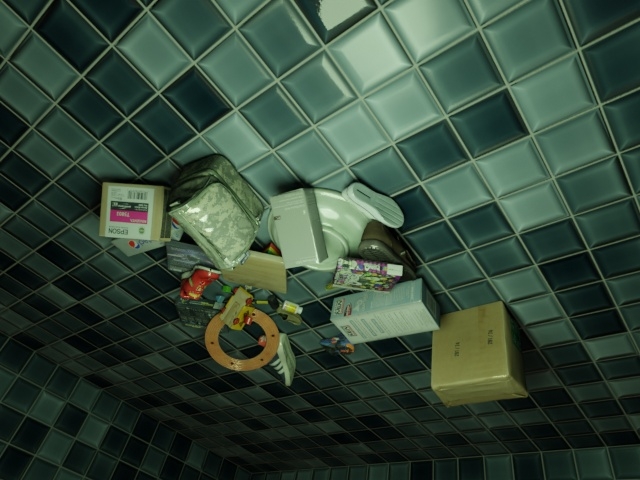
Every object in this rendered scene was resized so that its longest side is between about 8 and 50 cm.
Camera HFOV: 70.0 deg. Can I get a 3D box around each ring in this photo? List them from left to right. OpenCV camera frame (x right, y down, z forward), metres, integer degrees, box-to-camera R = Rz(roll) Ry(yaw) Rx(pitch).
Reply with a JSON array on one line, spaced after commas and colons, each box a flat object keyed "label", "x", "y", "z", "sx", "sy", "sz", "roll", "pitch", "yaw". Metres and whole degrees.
[{"label": "ring", "x": -0.353, "y": 0.444, "z": 2.074, "sx": 0.336, "sy": 0.032, "sz": 0.337, "roll": -1, "pitch": 111, "yaw": -4}]

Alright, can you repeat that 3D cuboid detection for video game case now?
[{"label": "video game case", "x": -0.502, "y": 0.079, "z": 1.792, "sx": 0.195, "sy": 0.026, "sz": 0.274, "roll": 12, "pitch": 153, "yaw": -11}, {"label": "video game case", "x": 0.152, "y": 0.122, "z": 1.553, "sx": 0.210, "sy": 0.042, "sz": 0.232, "roll": 7, "pitch": 158, "yaw": -1}]

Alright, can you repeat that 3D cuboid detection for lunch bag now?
[{"label": "lunch bag", "x": -0.345, "y": -0.081, "z": 1.493, "sx": 0.212, "sy": 0.256, "sz": 0.305, "roll": -13, "pitch": 131, "yaw": 26}]

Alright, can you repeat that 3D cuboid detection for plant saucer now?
[{"label": "plant saucer", "x": 0.000, "y": 0.000, "z": 1.603, "sx": 0.400, "sy": 0.101, "sz": 0.401, "roll": 7, "pitch": 137, "yaw": 7}]

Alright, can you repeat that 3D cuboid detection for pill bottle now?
[{"label": "pill bottle", "x": -0.121, "y": 0.289, "z": 1.970, "sx": 0.083, "sy": 0.043, "sz": 0.043, "roll": 22, "pitch": 136, "yaw": -8}]

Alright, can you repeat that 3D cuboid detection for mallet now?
[{"label": "mallet", "x": -0.271, "y": 0.262, "z": 1.991, "sx": 0.189, "sy": 0.039, "sz": 0.062, "roll": 4, "pitch": 128, "yaw": 19}]

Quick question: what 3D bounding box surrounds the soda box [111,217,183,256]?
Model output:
[{"label": "soda box", "x": -0.657, "y": -0.028, "z": 1.747, "sx": 0.286, "sy": 0.091, "sz": 0.098, "roll": -15, "pitch": 132, "yaw": 27}]

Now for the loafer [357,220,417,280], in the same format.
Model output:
[{"label": "loafer", "x": 0.245, "y": 0.041, "z": 1.550, "sx": 0.133, "sy": 0.130, "sz": 0.366, "roll": -2, "pitch": 156, "yaw": 26}]

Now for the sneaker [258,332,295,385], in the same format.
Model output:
[{"label": "sneaker", "x": -0.217, "y": 0.579, "z": 2.239, "sx": 0.148, "sy": 0.131, "sz": 0.350, "roll": 0, "pitch": 125, "yaw": 12}]

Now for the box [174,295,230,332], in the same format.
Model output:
[{"label": "box", "x": -0.542, "y": 0.345, "z": 2.125, "sx": 0.232, "sy": 0.059, "sz": 0.184, "roll": 7, "pitch": 136, "yaw": 6}]

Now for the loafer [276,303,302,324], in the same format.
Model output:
[{"label": "loafer", "x": -0.143, "y": 0.336, "z": 2.020, "sx": 0.148, "sy": 0.050, "sz": 0.056, "roll": 38, "pitch": 133, "yaw": -22}]

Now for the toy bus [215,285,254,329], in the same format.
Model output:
[{"label": "toy bus", "x": -0.334, "y": 0.281, "z": 1.950, "sx": 0.202, "sy": 0.191, "sz": 0.104, "roll": -16, "pitch": 157, "yaw": 23}]

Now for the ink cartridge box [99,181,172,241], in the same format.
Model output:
[{"label": "ink cartridge box", "x": -0.643, "y": -0.099, "z": 1.599, "sx": 0.234, "sy": 0.194, "sz": 0.088, "roll": 4, "pitch": 180, "yaw": 10}]

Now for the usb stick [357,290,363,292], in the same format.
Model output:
[{"label": "usb stick", "x": 0.259, "y": 0.227, "z": 1.810, "sx": 0.278, "sy": 0.045, "sz": 0.077, "roll": 31, "pitch": 127, "yaw": -17}]

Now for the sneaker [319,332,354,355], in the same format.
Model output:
[{"label": "sneaker", "x": 0.084, "y": 0.467, "z": 2.077, "sx": 0.221, "sy": 0.087, "sz": 0.083, "roll": -11, "pitch": 124, "yaw": 47}]

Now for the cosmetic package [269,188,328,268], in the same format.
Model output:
[{"label": "cosmetic package", "x": -0.067, "y": -0.038, "z": 1.458, "sx": 0.127, "sy": 0.107, "sz": 0.238, "roll": -12, "pitch": 92, "yaw": 21}]

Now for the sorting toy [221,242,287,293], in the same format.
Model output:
[{"label": "sorting toy", "x": -0.245, "y": 0.084, "z": 1.728, "sx": 0.256, "sy": 0.090, "sz": 0.255, "roll": 12, "pitch": 149, "yaw": 4}]

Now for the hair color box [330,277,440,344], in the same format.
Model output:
[{"label": "hair color box", "x": 0.246, "y": 0.278, "z": 1.747, "sx": 0.374, "sy": 0.114, "sz": 0.185, "roll": -17, "pitch": 129, "yaw": 28}]

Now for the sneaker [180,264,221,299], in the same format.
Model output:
[{"label": "sneaker", "x": -0.480, "y": 0.175, "z": 1.820, "sx": 0.107, "sy": 0.119, "sz": 0.279, "roll": 21, "pitch": 152, "yaw": -30}]

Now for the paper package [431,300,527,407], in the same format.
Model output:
[{"label": "paper package", "x": 0.590, "y": 0.431, "z": 1.729, "sx": 0.309, "sy": 0.325, "sz": 0.168, "roll": -21, "pitch": 126, "yaw": 32}]

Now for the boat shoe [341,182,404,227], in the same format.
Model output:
[{"label": "boat shoe", "x": 0.169, "y": -0.115, "z": 1.471, "sx": 0.226, "sy": 0.083, "sz": 0.075, "roll": 35, "pitch": 160, "yaw": -22}]

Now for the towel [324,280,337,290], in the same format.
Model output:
[{"label": "towel", "x": 0.106, "y": 0.128, "z": 1.706, "sx": 0.102, "sy": 0.021, "sz": 0.237, "roll": -9, "pitch": 157, "yaw": -30}]
